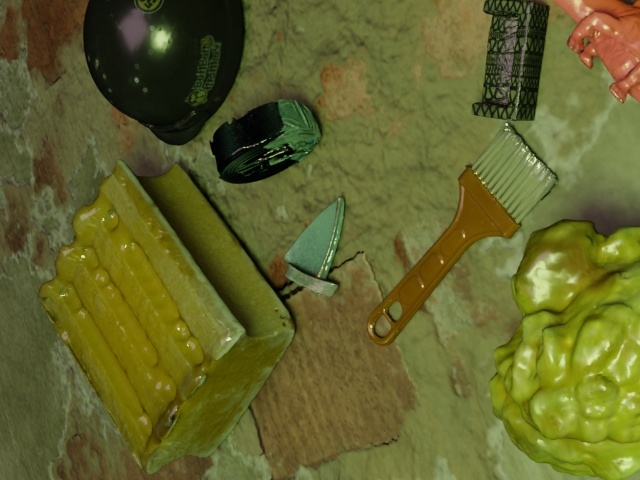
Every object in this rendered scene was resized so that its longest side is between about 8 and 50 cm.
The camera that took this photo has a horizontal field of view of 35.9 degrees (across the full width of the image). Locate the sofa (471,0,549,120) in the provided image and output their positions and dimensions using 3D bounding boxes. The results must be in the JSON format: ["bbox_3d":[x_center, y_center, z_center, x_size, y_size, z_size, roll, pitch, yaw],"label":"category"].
[{"bbox_3d":[0.191,-0.182,1.001,0.060,0.039,0.118,16,104,43],"label":"sofa"}]

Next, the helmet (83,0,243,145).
[{"bbox_3d":[-0.233,-0.264,1.325,0.230,0.160,0.279,40,118,33],"label":"helmet"}]

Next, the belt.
[{"bbox_3d":[-0.068,-0.118,1.208,0.140,0.105,0.058,-27,69,16],"label":"belt"}]

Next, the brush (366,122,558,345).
[{"bbox_3d":[0.137,0.013,1.088,0.090,0.017,0.314,55,128,26],"label":"brush"}]

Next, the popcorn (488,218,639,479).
[{"bbox_3d":[0.247,0.092,0.867,0.251,0.205,0.237,-121,19,-57],"label":"popcorn"}]

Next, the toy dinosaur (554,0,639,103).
[{"bbox_3d":[0.288,-0.205,0.882,0.139,0.070,0.286,-41,61,15],"label":"toy dinosaur"}]

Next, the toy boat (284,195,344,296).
[{"bbox_3d":[0.000,-0.001,1.215,0.096,0.034,0.122,24,101,40],"label":"toy boat"}]

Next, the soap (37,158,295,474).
[{"bbox_3d":[-0.219,0.097,1.345,0.335,0.156,0.293,50,122,29],"label":"soap"}]
